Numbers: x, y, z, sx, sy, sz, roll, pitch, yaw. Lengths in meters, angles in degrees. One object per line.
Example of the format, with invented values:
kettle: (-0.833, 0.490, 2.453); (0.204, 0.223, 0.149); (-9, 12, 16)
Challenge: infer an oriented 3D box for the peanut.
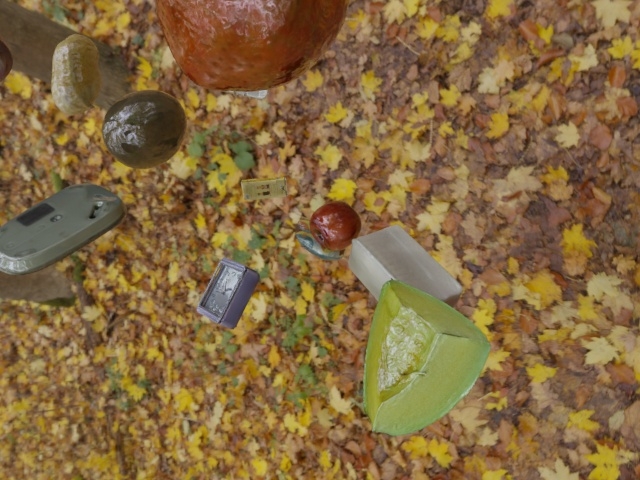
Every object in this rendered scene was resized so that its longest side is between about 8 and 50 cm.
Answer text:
peanut: (-0.685, -0.465, 1.354); (0.129, 0.129, 0.225); (11, 100, 35)

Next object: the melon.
melon: (0.228, 0.327, 1.270); (0.331, 0.226, 0.344); (31, 111, 21)

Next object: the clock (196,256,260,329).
clock: (-0.287, 0.161, 1.495); (0.144, 0.073, 0.194); (15, 75, 46)

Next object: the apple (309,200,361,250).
apple: (0.055, -0.053, 1.713); (0.168, 0.181, 0.181); (-34, 59, -13)

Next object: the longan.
longan: (-0.509, -0.316, 1.385); (0.245, 0.246, 0.215); (-2, 108, 33)

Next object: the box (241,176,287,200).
box: (-0.184, -0.171, 1.588); (0.148, 0.073, 0.020); (-4, 41, -3)

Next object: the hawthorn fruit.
hawthorn fruit: (-0.070, -0.225, 0.444); (0.189, 0.189, 0.190); (-7, 76, 32)

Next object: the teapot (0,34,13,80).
teapot: (-0.543, -0.309, 0.698); (0.116, 0.148, 0.146); (-31, 78, -3)

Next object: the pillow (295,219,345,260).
pillow: (0.000, 0.000, 1.897); (0.214, 0.233, 0.086); (24, 116, -7)

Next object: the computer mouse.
computer mouse: (-0.639, -0.028, 1.188); (0.197, 0.331, 0.095); (28, 139, 25)

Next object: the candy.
candy: (0.260, 0.114, 1.553); (0.359, 0.207, 0.145); (49, 142, 37)

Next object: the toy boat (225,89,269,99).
toy boat: (-0.163, -0.473, 1.122); (0.140, 0.140, 0.270); (20, 104, 35)
